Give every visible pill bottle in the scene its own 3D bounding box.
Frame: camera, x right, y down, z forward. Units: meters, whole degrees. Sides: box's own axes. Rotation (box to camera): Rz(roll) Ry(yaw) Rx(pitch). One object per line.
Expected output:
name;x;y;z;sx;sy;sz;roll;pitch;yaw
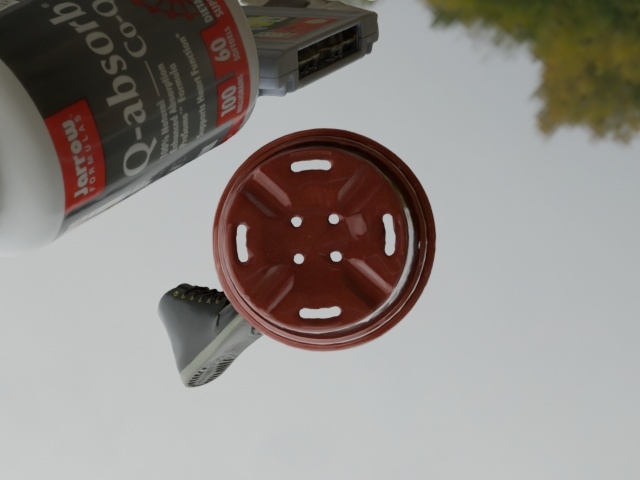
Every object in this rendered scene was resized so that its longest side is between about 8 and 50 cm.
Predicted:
pill bottle;-0.244;-0.112;1.594;0.210;0.210;0.363;45;-128;14

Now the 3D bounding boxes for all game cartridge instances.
game cartridge;-0.078;-0.205;1.947;0.196;0.060;0.294;1;-164;22

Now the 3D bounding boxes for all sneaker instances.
sneaker;-0.129;0.081;2.294;0.083;0.222;0.118;-4;-122;-50

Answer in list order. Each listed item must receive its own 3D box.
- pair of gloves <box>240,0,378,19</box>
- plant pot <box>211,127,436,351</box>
pair of gloves;0.023;-0.306;2.244;0.204;0.240;0.042;16;138;39
plant pot;0.000;0.000;2.075;0.272;0.272;0.265;41;-179;1
